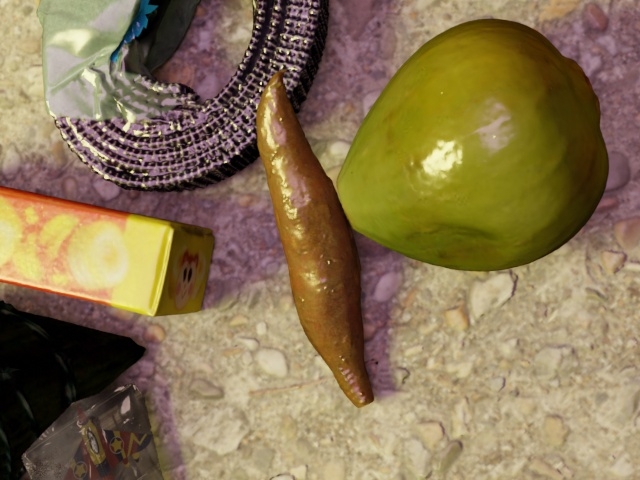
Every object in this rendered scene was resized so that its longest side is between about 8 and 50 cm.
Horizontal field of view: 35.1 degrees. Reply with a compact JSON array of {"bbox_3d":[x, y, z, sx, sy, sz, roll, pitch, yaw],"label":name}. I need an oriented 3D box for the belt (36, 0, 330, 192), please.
[{"bbox_3d":[-0.128,-0.201,0.947,0.260,0.122,0.325,21,92,3],"label":"belt"}]

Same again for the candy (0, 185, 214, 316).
[{"bbox_3d":[-0.250,0.001,0.936,0.276,0.146,0.088,11,88,8],"label":"candy"}]

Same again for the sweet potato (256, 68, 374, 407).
[{"bbox_3d":[0.000,0.000,0.911,0.066,0.072,0.314,5,112,48],"label":"sweet potato"}]

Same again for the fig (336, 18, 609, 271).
[{"bbox_3d":[0.132,-0.065,0.857,0.207,0.207,0.230,40,113,10],"label":"fig"}]

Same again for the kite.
[{"bbox_3d":[-0.173,0.255,0.912,0.015,0.141,0.245,-15,100,43],"label":"kite"}]

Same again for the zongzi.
[{"bbox_3d":[-0.373,0.226,0.856,0.319,0.383,0.362,2,102,17],"label":"zongzi"}]
